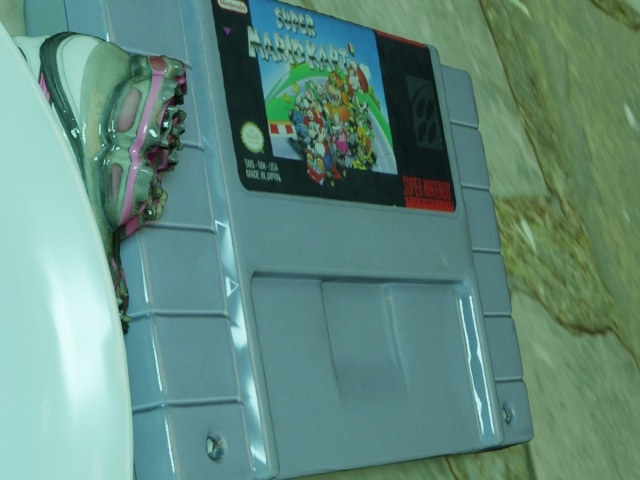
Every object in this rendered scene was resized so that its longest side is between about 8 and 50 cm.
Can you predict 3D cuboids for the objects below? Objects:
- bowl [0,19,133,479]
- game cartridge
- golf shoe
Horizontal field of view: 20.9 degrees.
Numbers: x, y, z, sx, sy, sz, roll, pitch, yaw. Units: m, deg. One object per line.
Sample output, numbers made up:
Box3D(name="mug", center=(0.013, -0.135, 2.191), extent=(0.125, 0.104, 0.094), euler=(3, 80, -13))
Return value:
Box3D(name="bowl", center=(-0.188, 0.039, 0.431), extent=(0.298, 0.134, 0.298), euler=(30, 54, -52))
Box3D(name="game cartridge", center=(0.000, 0.000, 0.851), extent=(0.355, 0.068, 0.230), euler=(4, 79, -59))
Box3D(name="golf shoe", center=(-0.111, 0.011, 0.657), extent=(0.067, 0.086, 0.186), euler=(97, 7, -75))
